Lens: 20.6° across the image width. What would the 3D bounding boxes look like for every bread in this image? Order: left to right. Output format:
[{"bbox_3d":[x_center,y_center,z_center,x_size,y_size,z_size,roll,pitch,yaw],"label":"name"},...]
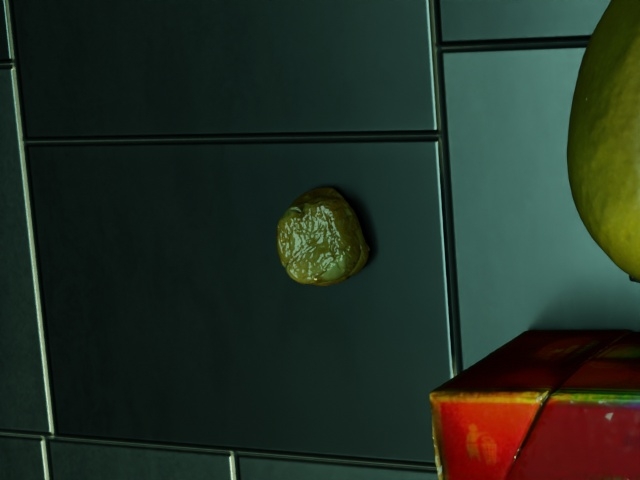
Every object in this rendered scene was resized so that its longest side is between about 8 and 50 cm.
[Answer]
[{"bbox_3d":[0.000,0.000,1.474,0.083,0.046,0.081,38,110,18],"label":"bread"}]

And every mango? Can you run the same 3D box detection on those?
[{"bbox_3d":[0.284,-0.121,1.251,0.195,0.142,0.332,18,101,19],"label":"mango"}]

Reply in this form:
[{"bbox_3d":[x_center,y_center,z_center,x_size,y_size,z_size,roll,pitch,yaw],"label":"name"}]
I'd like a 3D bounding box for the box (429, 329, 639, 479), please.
[{"bbox_3d":[0.261,0.126,1.276,0.313,0.197,0.089,-1,101,28],"label":"box"}]
